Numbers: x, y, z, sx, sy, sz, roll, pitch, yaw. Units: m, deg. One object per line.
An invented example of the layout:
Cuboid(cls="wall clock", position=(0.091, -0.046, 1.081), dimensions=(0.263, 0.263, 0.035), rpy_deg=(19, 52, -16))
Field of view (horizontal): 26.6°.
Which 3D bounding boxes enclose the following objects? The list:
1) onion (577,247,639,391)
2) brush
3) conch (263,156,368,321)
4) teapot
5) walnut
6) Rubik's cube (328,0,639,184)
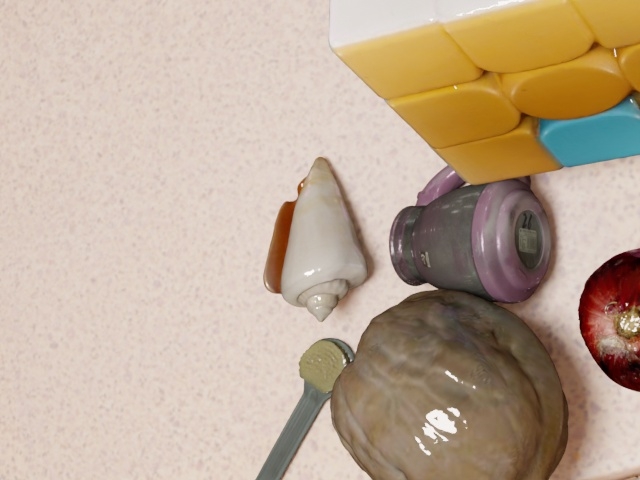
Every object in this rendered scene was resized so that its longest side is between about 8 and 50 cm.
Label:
Cuboid(cls="onion", position=(0.290, 0.070, 1.185), dimensions=(0.131, 0.131, 0.131), rpy_deg=(-2, 86, 29))
Cuboid(cls="brush", position=(-0.040, 0.220, 1.409), dimensions=(0.062, 0.027, 0.266), rpy_deg=(34, 103, 27))
Cuboid(cls="conch", position=(-0.011, 0.001, 1.373), dimensions=(0.104, 0.094, 0.176), rpy_deg=(127, 129, -60))
Cuboid(cls="teapot", position=(0.135, -0.013, 1.281), dimensions=(0.146, 0.116, 0.148), rpy_deg=(-4, 88, 38))
Cuboid(cls="walnut", position=(0.122, 0.154, 1.219), dimensions=(0.224, 0.224, 0.224), rpy_deg=(-2, 86, 29))
Cuboid(cls="Rubik's cube", position=(0.198, -0.246, 1.119), dimensions=(0.291, 0.291, 0.291), rpy_deg=(-10, 66, 27))
